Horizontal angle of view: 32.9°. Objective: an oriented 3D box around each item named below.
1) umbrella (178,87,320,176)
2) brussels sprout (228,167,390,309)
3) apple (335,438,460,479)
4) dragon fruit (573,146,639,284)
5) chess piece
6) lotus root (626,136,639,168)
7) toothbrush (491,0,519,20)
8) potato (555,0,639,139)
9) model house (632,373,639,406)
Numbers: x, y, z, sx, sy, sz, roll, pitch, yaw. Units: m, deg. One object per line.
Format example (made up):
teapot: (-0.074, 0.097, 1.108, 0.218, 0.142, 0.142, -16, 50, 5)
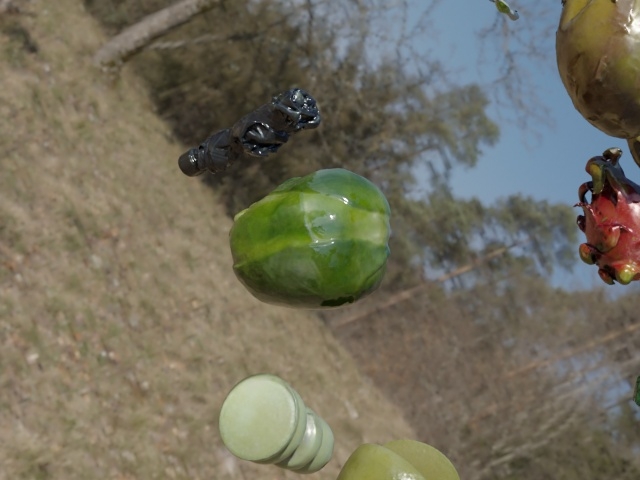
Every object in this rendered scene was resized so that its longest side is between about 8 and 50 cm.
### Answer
umbrella: (-0.105, -0.137, 1.492, 0.080, 0.224, 0.071, 10, 63, -56)
brussels sprout: (0.000, 0.000, 2.223, 0.371, 0.315, 0.275, -38, 110, -63)
apple: (0.172, 0.574, 2.387, 0.254, 0.292, 0.292, 24, -31, 35)
dragon fruit: (0.701, -0.046, 2.551, 0.307, 0.228, 0.243, 50, -50, 34)
chess piece: (-0.054, 0.328, 1.850, 0.251, 0.144, 0.144, 44, 20, -58)
lotus root: (0.730, -0.266, 2.421, 0.097, 0.110, 0.258, -6, 82, -65)
toothbrush: (0.369, -0.477, 2.198, 0.026, 0.022, 0.263, 67, 20, 6)
potato: (0.550, -0.335, 1.972, 0.288, 0.301, 0.237, 51, 37, -18)
model house: (0.574, 0.123, 1.295, 0.194, 0.324, 0.267, 20, 11, -39)
